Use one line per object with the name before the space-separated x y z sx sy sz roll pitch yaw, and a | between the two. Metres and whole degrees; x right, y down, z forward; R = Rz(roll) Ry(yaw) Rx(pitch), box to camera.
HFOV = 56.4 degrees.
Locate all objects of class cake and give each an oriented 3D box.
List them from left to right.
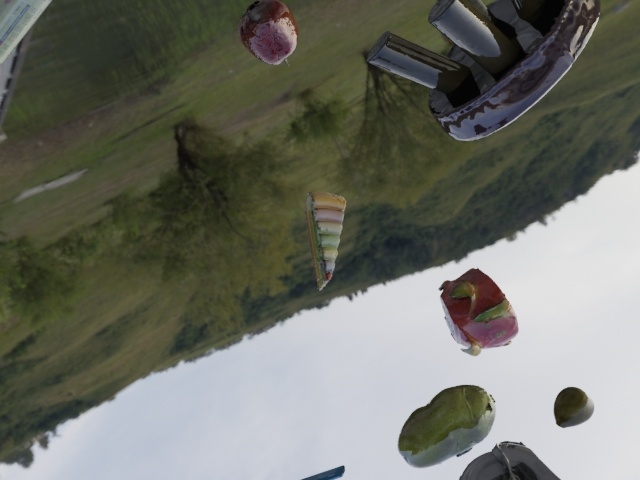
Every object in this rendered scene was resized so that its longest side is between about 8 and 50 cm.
cake | 0.021 -0.001 1.415 0.090 0.226 0.109 -4 168 -14

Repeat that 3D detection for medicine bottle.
medicine bottle | -0.462 -0.380 0.938 0.231 0.059 0.059 -41 -174 19

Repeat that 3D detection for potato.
potato | 0.291 0.431 1.383 0.248 0.143 0.169 -32 148 -9

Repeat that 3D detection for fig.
fig | 0.501 0.337 1.195 0.088 0.074 0.074 -50 -166 -5

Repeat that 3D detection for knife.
knife | -0.029 0.640 1.572 0.296 0.026 0.044 -37 -164 41

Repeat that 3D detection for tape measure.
tape measure | 0.354 0.480 1.099 0.197 0.120 0.236 -23 -150 -13

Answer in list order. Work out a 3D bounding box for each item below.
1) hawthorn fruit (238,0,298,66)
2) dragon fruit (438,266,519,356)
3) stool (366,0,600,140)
hawthorn fruit | -0.119 -0.504 1.466 0.148 0.172 0.148 -32 -155 17
dragon fruit | 0.501 0.240 1.980 0.189 0.291 0.290 -24 -169 -5
stool | 0.212 -0.290 0.811 0.272 0.178 0.272 -45 -157 26
